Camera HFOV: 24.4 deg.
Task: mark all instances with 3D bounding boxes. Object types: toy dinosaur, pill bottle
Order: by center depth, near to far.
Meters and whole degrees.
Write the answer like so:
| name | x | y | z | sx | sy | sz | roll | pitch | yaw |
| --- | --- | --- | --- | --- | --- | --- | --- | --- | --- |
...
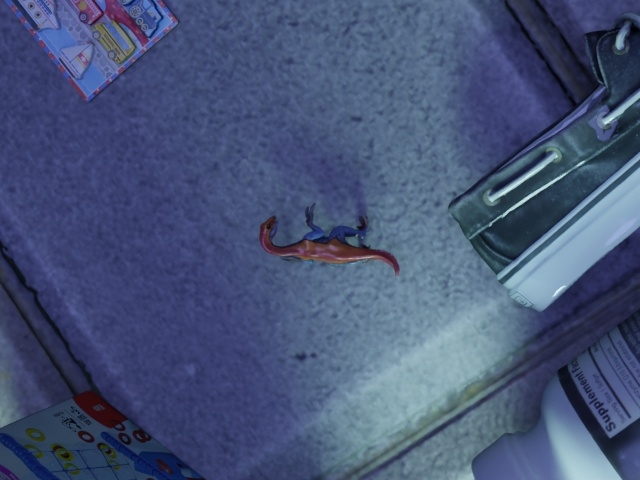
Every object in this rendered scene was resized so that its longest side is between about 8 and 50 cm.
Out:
| name | x | y | z | sx | sy | sz | roll | pitch | yaw |
| --- | --- | --- | --- | --- | --- | --- | --- | --- | --- |
| pill bottle | 0.250 | 0.120 | 0.994 | 0.278 | 0.162 | 0.162 | -39 | 86 | 11 |
| toy dinosaur | 0.000 | 0.000 | 1.079 | 0.082 | 0.090 | 0.047 | -8 | 106 | -33 |

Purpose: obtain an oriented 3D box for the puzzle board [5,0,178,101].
| name | x | y | z | sx | sy | sz | roll | pitch | yaw |
| --- | --- | --- | --- | --- | --- | --- | --- | --- | --- |
| puzzle board | -0.183 | -0.185 | 1.132 | 0.096 | 0.011 | 0.128 | -39 | 86 | 10 |

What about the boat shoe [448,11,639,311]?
| name | x | y | z | sx | sy | sz | roll | pitch | yaw |
| --- | --- | --- | --- | --- | --- | --- | --- | --- | --- |
| boat shoe | 0.222 | -0.099 | 1.005 | 0.119 | 0.121 | 0.335 | 44 | 102 | 1 |

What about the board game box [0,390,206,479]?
| name | x | y | z | sx | sy | sz | roll | pitch | yaw |
| --- | --- | --- | --- | --- | --- | --- | --- | --- | --- |
| board game box | -0.110 | 0.244 | 0.996 | 0.302 | 0.308 | 0.086 | 37 | 98 | 6 |
